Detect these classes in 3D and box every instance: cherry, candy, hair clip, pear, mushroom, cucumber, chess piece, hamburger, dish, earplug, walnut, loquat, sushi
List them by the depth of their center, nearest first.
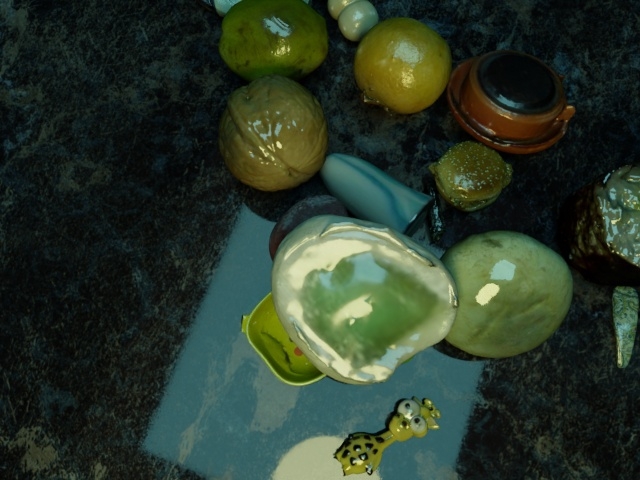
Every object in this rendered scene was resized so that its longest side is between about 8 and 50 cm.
[{"bbox_3d":[0.083,0.126,1.255,0.427,0.186,0.386,42,99,-9],"label":"candy"},{"bbox_3d":[0.443,0.128,1.340,0.352,0.352,0.260,-1,31,0],"label":"mushroom"},{"bbox_3d":[0.789,-0.032,1.370,0.281,0.294,0.299,-21,77,-4],"label":"sushi"},{"bbox_3d":[-0.066,0.245,1.400,0.262,0.108,0.221,40,78,8],"label":"dish"},{"bbox_3d":[0.000,0.000,1.413,0.285,0.213,0.236,-11,68,6],"label":"cherry"},{"bbox_3d":[0.814,0.226,1.433,0.066,0.036,0.229,8,75,10],"label":"hair clip"},{"bbox_3d":[-0.132,-0.292,1.457,0.333,0.333,0.333,0,75,1],"label":"walnut"},{"bbox_3d":[0.131,-0.132,1.472,0.324,0.185,0.185,38,79,14],"label":"earplug"},{"bbox_3d":[0.430,-0.189,1.506,0.215,0.122,0.189,-20,72,-8],"label":"hamburger"},{"bbox_3d":[0.220,-0.483,1.510,0.275,0.275,0.275,0,75,1],"label":"loquat"},{"bbox_3d":[0.320,-0.086,1.518,0.053,0.053,0.181,-9,72,-2],"label":"cucumber"},{"bbox_3d":[-0.134,-0.577,1.553,0.321,0.269,0.269,8,75,4],"label":"pear"},{"bbox_3d":[0.073,-0.755,1.650,0.167,0.167,0.299,-24,80,-6],"label":"chess piece"}]

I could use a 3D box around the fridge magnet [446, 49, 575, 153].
[{"bbox_3d":[0.540,-0.407,1.533,0.364,0.155,0.363,3,61,-6],"label":"fridge magnet"}]

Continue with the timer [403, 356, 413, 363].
[{"bbox_3d":[0.181,0.263,1.425,0.140,0.047,0.128,0,73,1],"label":"timer"}]

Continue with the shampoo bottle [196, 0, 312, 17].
[{"bbox_3d":[-0.215,-0.743,1.683,0.359,0.078,0.134,13,81,4],"label":"shampoo bottle"}]

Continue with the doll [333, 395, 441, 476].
[{"bbox_3d":[0.171,0.491,1.344,0.291,0.086,0.117,-29,47,-8],"label":"doll"}]
